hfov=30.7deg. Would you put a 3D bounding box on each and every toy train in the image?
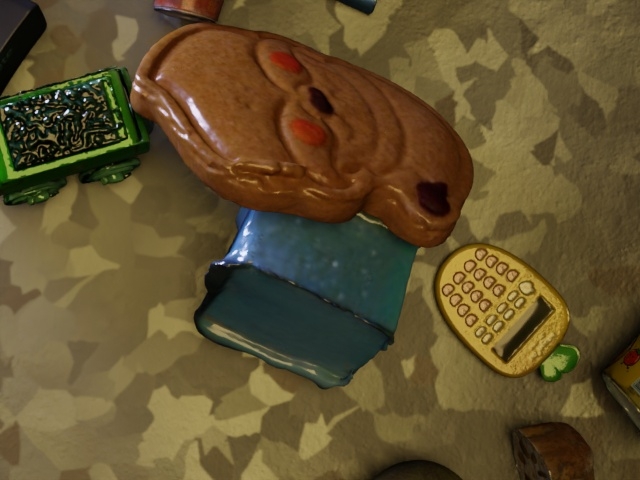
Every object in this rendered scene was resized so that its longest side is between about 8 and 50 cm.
[{"bbox_3d":[-0.330,-0.129,1.474,0.243,0.188,0.132,-17,87,-9],"label":"toy train"}]

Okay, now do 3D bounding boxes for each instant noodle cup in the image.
[{"bbox_3d":[-0.166,-0.364,1.551,0.127,0.127,0.135,12,94,-7],"label":"instant noodle cup"},{"bbox_3d":[0.478,0.192,1.583,0.144,0.182,0.182,-38,92,1],"label":"instant noodle cup"}]

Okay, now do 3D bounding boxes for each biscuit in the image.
[{"bbox_3d":[-0.016,-0.150,1.470,0.455,0.350,0.078,12,124,-21],"label":"biscuit"}]

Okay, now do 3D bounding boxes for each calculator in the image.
[{"bbox_3d":[0.261,0.104,1.621,0.235,0.032,0.146,44,82,-2],"label":"calculator"}]

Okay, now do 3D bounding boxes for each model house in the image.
[{"bbox_3d":[0.000,0.000,1.508,0.237,0.215,0.303,25,63,-5],"label":"model house"}]

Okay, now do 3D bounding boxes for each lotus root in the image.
[{"bbox_3d":[0.313,0.303,1.580,0.081,0.112,0.122,-22,122,-18],"label":"lotus root"}]

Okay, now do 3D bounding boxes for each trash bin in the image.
[{"bbox_3d":[-0.496,-0.282,1.497,0.225,0.115,0.165,31,83,-3],"label":"trash bin"}]

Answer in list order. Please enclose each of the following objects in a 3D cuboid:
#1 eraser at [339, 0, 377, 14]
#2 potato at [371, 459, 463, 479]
[{"bbox_3d":[0.069,-0.485,1.621,0.144,0.042,0.312,24,84,-6],"label":"eraser"},{"bbox_3d":[0.101,0.397,1.511,0.251,0.159,0.174,-31,75,-39],"label":"potato"}]
